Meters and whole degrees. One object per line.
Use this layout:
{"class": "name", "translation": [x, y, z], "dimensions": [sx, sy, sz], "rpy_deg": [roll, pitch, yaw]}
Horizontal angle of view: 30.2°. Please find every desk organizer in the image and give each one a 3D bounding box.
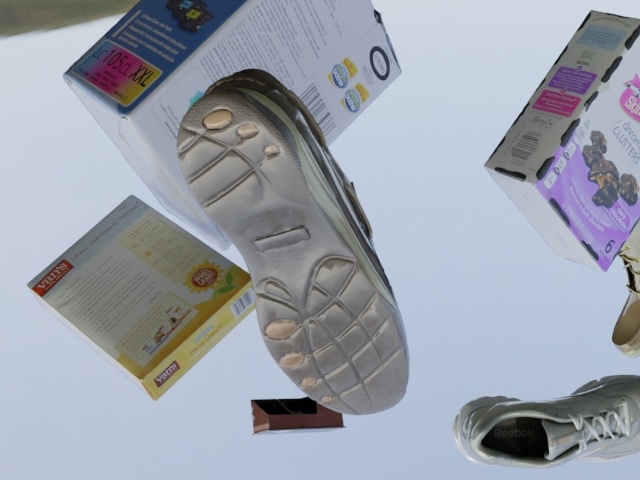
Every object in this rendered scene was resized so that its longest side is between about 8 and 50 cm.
{"class": "desk organizer", "translation": [-0.032, 0.244, 1.674], "dimensions": [0.130, 0.050, 0.047], "rpy_deg": [4, 163, -34]}

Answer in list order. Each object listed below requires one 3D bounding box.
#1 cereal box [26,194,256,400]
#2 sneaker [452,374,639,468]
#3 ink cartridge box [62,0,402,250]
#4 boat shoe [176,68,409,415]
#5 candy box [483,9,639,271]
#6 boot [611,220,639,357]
{"class": "cereal box", "translation": [-0.204, 0.058, 1.363], "dimensions": [0.173, 0.047, 0.240], "rpy_deg": [-43, -131, -18]}
{"class": "sneaker", "translation": [0.283, 0.213, 1.320], "dimensions": [0.262, 0.099, 0.121], "rpy_deg": [-10, -179, 1]}
{"class": "ink cartridge box", "translation": [-0.071, -0.221, 1.418], "dimensions": [0.395, 0.270, 0.151], "rpy_deg": [-45, -129, -11]}
{"class": "boat shoe", "translation": [0.000, 0.000, 1.063], "dimensions": [0.132, 0.355, 0.130], "rpy_deg": [-10, -148, 24]}
{"class": "candy box", "translation": [0.273, -0.097, 1.168], "dimensions": [0.070, 0.165, 0.196], "rpy_deg": [24, -104, 48]}
{"class": "boot", "translation": [0.375, 0.023, 1.446], "dimensions": [0.165, 0.213, 0.077], "rpy_deg": [26, -175, -22]}
